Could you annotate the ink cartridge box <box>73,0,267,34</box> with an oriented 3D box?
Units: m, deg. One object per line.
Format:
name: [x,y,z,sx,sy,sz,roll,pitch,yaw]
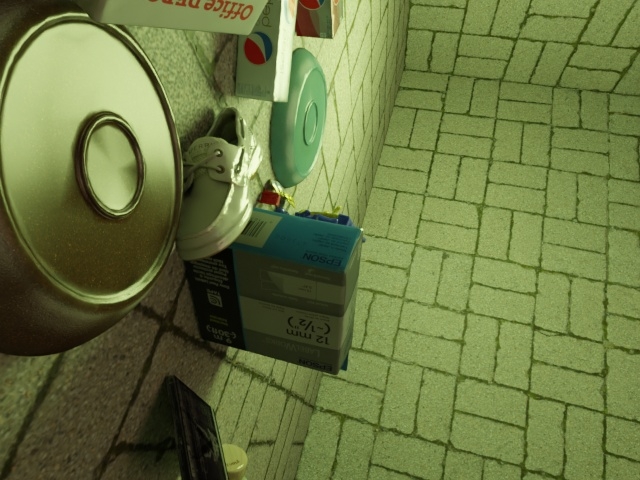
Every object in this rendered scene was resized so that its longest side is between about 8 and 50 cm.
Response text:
ink cartridge box: [-0.077,-0.296,0.293,0.273,0.114,0.197,-46,178,33]

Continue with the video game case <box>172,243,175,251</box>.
video game case: [-0.203,-0.040,0.542,0.122,0.011,0.087,82,23,-56]

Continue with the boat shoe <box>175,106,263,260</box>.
boat shoe: [-0.144,-0.090,0.560,0.277,0.098,0.096,-89,164,-49]

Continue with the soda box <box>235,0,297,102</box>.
soda box: [-0.084,-0.334,0.670,0.074,0.069,0.216,-47,147,-68]

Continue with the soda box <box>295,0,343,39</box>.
soda box: [-0.010,-0.523,0.786,0.263,0.084,0.092,82,22,-54]

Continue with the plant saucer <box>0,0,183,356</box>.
plant saucer: [-0.191,-0.061,0.356,0.310,0.050,0.310,1,90,-81]

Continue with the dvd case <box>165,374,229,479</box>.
dvd case: [-0.195,0.331,0.691,0.221,0.018,0.164,82,-14,-55]

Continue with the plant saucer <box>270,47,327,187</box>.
plant saucer: [-0.038,-0.276,0.989,0.317,0.044,0.317,12,90,-77]

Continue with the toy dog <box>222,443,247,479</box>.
toy dog: [-0.193,0.546,0.774,0.333,0.161,0.220,-58,156,-57]

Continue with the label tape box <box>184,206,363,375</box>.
label tape box: [-0.073,0.121,0.712,0.115,0.249,0.347,-63,160,-51]

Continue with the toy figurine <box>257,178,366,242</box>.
toy figurine: [0.000,0.000,1.005,0.362,0.218,0.191,43,59,-75]
